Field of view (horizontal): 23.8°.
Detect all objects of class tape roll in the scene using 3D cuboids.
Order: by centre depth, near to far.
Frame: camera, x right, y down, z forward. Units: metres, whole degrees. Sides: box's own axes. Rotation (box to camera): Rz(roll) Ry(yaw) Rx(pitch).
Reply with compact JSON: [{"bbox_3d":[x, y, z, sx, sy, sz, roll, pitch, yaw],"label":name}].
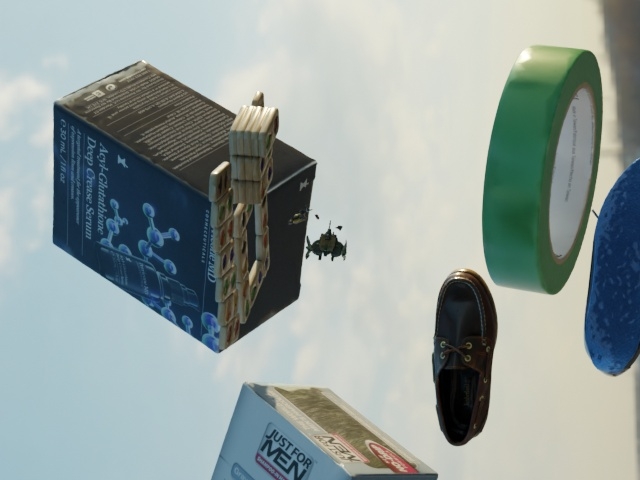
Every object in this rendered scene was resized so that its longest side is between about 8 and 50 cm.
[{"bbox_3d":[0.293,-0.092,1.975,0.321,0.077,0.321,9,-90,-68],"label":"tape roll"}]

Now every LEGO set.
[{"bbox_3d":[0.001,-0.002,1.718,0.023,0.054,0.083,74,171,-63],"label":"LEGO set"}]

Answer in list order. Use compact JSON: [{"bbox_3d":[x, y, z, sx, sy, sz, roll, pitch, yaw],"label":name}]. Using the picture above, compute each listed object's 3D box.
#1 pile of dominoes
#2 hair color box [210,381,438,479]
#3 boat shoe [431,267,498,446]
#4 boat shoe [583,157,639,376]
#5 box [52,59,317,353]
[{"bbox_3d":[-0.068,-0.016,1.592,0.196,0.040,0.251,-71,-16,-52],"label":"pile of dominoes"},{"bbox_3d":[-0.041,0.342,1.444,0.113,0.185,0.374,7,-72,-39],"label":"hair color box"},{"bbox_3d":[0.168,0.139,1.779,0.073,0.073,0.207,-37,-56,-64],"label":"boat shoe"},{"bbox_3d":[0.345,0.028,1.731,0.258,0.109,0.089,-67,-19,-13],"label":"boat shoe"},{"bbox_3d":[-0.230,-0.060,2.473,0.212,0.395,0.293,-34,-36,-41],"label":"box"}]
